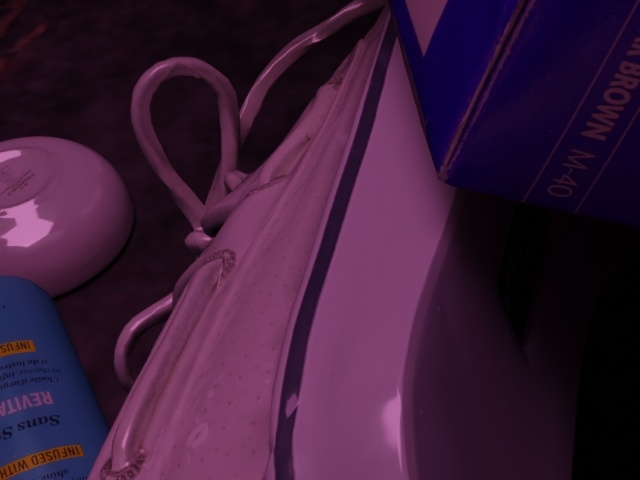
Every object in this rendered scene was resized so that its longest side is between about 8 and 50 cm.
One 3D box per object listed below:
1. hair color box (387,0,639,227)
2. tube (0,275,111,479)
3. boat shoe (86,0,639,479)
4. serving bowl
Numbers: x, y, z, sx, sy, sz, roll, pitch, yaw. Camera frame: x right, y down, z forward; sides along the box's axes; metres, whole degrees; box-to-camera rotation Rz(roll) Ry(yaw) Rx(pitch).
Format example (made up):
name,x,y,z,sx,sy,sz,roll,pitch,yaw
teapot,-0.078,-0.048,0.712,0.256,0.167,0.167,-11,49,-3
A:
name,x,y,z,sx,sy,sz,roll,pitch,yaw
hair color box,0.185,-0.074,0.565,0.338,0.110,0.185,11,37,-19
tube,-0.079,0.098,0.592,0.080,0.052,0.207,-27,48,-1
boat shoe,0.003,0.008,0.612,0.156,0.136,0.367,-14,30,22
serving bowl,-0.113,-0.013,0.734,0.083,0.027,0.083,-7,40,6
